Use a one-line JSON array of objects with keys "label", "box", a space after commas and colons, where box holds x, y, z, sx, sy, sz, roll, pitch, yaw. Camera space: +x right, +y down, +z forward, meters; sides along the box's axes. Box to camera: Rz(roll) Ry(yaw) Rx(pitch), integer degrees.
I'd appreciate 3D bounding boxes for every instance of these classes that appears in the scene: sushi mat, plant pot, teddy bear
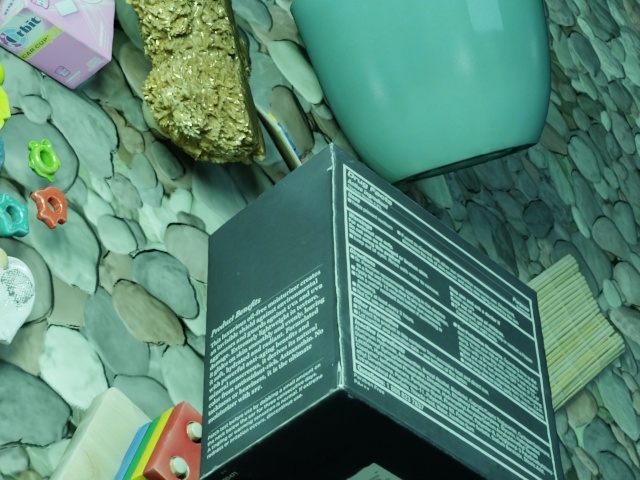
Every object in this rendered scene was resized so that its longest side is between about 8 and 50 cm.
[{"label": "sushi mat", "box": [0.295, 0.121, 2.217, 0.151, 0.019, 0.316, 58, 32, 3]}, {"label": "plant pot", "box": [0.137, -0.198, 2.046, 0.293, 0.293, 0.235, -13, 86, -56]}, {"label": "teddy bear", "box": [-0.146, -0.232, 1.814, 0.245, 0.113, 0.338, -5, 81, -83]}]

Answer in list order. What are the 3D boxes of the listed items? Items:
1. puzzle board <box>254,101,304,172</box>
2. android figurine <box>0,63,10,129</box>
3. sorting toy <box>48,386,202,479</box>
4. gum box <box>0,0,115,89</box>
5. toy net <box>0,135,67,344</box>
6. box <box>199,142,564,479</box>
[{"label": "puzzle board", "box": [-0.030, -0.088, 1.887, 0.128, 0.011, 0.096, 60, -5, -31]}, {"label": "android figurine", "box": [-0.371, -0.147, 1.482, 0.248, 0.056, 0.273, -21, 70, -51]}, {"label": "sorting toy", "box": [-0.114, 0.275, 1.470, 0.257, 0.089, 0.255, 47, 34, -17]}, {"label": "gum box", "box": [-0.263, -0.257, 1.749, 0.107, 0.062, 0.188, 32, 40, -35]}, {"label": "toy net", "box": [-0.278, -0.002, 1.533, 0.122, 0.045, 0.232, 27, 45, -42]}, {"label": "box", "box": [0.056, 0.126, 1.585, 0.296, 0.183, 0.294, 35, 35, -30]}]
